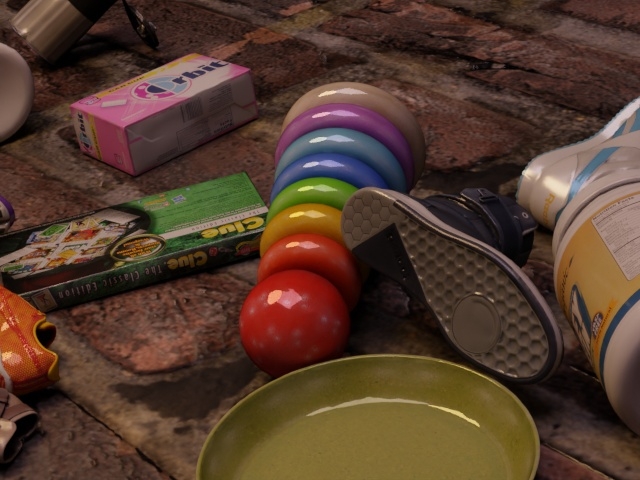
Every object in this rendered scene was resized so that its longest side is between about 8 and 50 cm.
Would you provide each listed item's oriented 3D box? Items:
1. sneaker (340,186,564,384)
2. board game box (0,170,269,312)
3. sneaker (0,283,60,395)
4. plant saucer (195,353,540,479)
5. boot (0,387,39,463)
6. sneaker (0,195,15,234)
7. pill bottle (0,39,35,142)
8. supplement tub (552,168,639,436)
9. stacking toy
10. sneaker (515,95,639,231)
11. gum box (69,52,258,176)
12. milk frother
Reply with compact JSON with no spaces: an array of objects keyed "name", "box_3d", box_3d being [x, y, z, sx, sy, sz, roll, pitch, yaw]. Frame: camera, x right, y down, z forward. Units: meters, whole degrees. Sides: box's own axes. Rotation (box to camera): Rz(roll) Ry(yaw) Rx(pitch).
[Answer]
[{"name":"sneaker","box_3d":[0.144,0.030,1.113,0.163,0.086,0.226,3,32,-46]},{"name":"board game box","box_3d":[-0.177,0.001,1.335,0.260,0.030,0.136,-15,27,-10]},{"name":"sneaker","box_3d":[-0.266,0.078,1.200,0.067,0.064,0.175,-12,37,-22]},{"name":"plant saucer","box_3d":[0.034,0.162,0.980,0.241,0.037,0.241,-6,29,3]},{"name":"boot","box_3d":[-0.279,0.155,1.078,0.087,0.042,0.118,14,42,22]},{"name":"sneaker","box_3d":[-0.364,-0.049,1.442,0.071,0.068,0.170,-24,31,-37]},{"name":"pill bottle","box_3d":[-0.448,-0.206,1.678,0.130,0.130,0.246,-24,32,-25]},{"name":"supplement tub","box_3d":[0.255,0.044,1.021,0.144,0.144,0.199,-10,28,-2]},{"name":"stacking toy","box_3d":[0.000,0.000,1.209,0.141,0.141,0.330,0,36,15]},{"name":"sneaker","box_3d":[0.292,-0.066,1.283,0.229,0.087,0.092,-31,42,-23]},{"name":"gum box","box_3d":[-0.170,-0.148,1.566,0.188,0.062,0.107,-29,35,-32]},{"name":"milk frother","box_3d":[-0.303,-0.277,1.814,0.135,0.129,0.143,-44,64,6]}]
